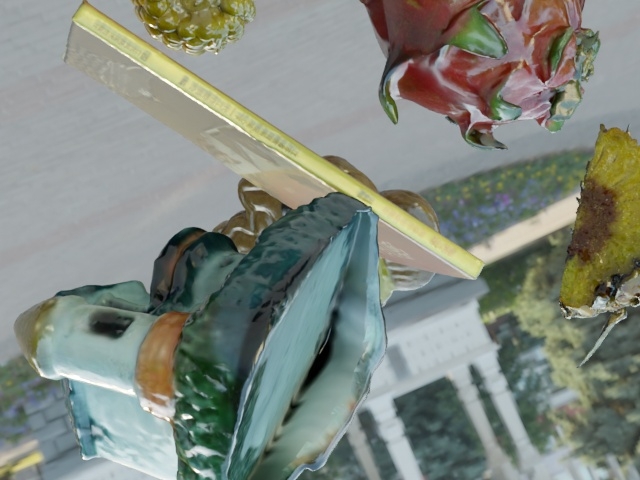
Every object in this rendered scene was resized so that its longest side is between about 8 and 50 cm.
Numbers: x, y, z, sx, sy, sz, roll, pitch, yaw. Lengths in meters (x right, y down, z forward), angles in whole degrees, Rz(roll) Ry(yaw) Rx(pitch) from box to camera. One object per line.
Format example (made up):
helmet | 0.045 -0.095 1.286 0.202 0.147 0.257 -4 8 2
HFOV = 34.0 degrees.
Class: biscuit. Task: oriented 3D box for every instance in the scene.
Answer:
biscuit | 0.000 0.000 1.230 0.290 0.208 0.041 -3 -151 24

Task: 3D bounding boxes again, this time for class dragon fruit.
dragon fruit | 0.076 -0.160 0.648 0.135 0.236 0.137 -40 170 28

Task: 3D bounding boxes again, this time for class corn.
corn | -0.139 -0.267 1.114 0.131 0.131 0.344 -23 -163 -4

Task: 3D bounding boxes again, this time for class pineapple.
pineapple | 0.455 0.008 1.514 0.161 0.334 0.158 3 147 28

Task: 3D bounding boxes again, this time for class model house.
model house | -0.120 0.069 0.788 0.291 0.184 0.253 6 -150 23

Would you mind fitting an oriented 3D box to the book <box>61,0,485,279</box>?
book | -0.056 -0.079 0.916 0.028 0.374 0.262 -59 -165 -6
